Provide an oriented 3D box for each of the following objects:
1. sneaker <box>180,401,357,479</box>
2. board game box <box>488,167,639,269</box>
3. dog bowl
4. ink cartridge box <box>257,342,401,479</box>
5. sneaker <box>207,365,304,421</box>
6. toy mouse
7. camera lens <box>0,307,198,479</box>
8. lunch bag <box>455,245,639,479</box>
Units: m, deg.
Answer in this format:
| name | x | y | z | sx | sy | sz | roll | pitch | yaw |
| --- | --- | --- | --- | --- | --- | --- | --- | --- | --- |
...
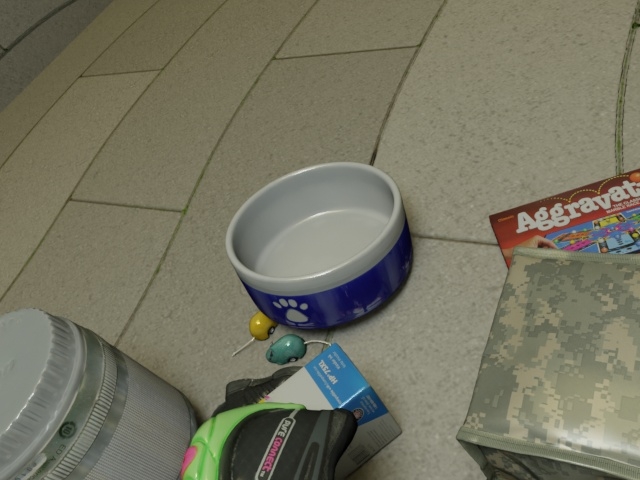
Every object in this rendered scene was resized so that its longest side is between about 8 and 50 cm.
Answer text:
| name | x | y | z | sx | sy | sz | roll | pitch | yaw |
| --- | --- | --- | --- | --- | --- | --- | --- | --- | --- |
| sneaker | 0.027 | 0.352 | 0.433 | 0.202 | 0.185 | 0.482 | -15 | 68 | -9 |
| board game box | 0.379 | -0.020 | 0.749 | 0.282 | 0.027 | 0.145 | -18 | 44 | 13 |
| dog bowl | 0.000 | 0.000 | 0.853 | 0.265 | 0.104 | 0.264 | -13 | 39 | 11 |
| ink cartridge box | -0.032 | 0.241 | 0.660 | 0.231 | 0.134 | 0.078 | -36 | 45 | -6 |
| sneaker | -0.081 | 0.228 | 0.764 | 0.170 | 0.051 | 0.089 | -17 | 45 | 21 |
| toy mouse | -0.043 | 0.126 | 0.845 | 0.143 | 0.031 | 0.161 | 19 | 62 | 39 |
| camera lens | -0.303 | 0.236 | 0.704 | 0.220 | 0.274 | 0.219 | -18 | 45 | 20 |
| lunch bag | 0.312 | 0.140 | 0.540 | 0.287 | 0.169 | 0.235 | 3 | 53 | 36 |
